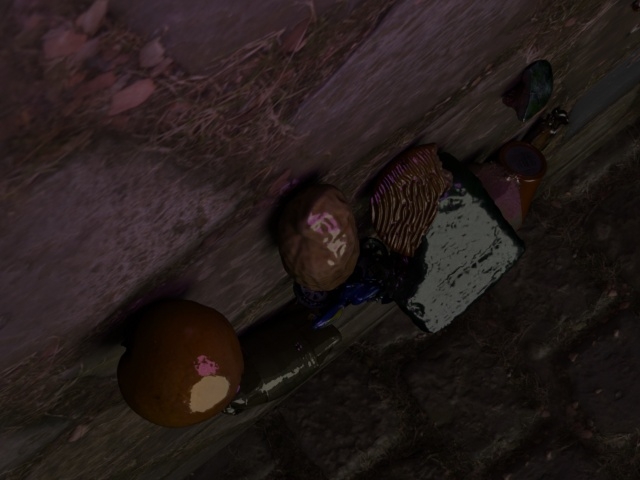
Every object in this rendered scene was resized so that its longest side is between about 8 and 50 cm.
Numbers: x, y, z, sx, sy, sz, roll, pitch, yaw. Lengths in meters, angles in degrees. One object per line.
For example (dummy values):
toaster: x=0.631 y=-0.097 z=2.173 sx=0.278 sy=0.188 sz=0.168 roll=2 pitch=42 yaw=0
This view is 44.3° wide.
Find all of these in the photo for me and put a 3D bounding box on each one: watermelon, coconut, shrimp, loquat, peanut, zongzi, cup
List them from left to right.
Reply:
loquat: x=-0.228 y=0.196 z=1.277 sx=0.208 sy=0.208 sz=0.208 roll=-35 pitch=167 yaw=-10
zongzi: x=-0.194 y=0.358 z=1.996 sx=0.447 sy=0.181 sz=0.418 roll=-27 pitch=164 yaw=-32
peanut: x=0.000 y=0.000 z=1.353 sx=0.153 sy=0.140 sz=0.325 roll=-45 pitch=166 yaw=-16
coconut: x=0.367 y=-0.071 z=1.934 sx=0.245 sy=0.233 sz=0.233 roll=-38 pitch=169 yaw=-32
cup: x=0.498 y=-0.126 z=2.132 sx=0.264 sy=0.182 sz=0.226 roll=106 pitch=7 yaw=-57
watermelon: x=0.436 y=-0.324 z=1.605 sx=0.155 sy=0.080 sz=0.101 roll=-28 pitch=129 yaw=-27
shrimp: x=0.624 y=-0.301 z=2.144 sx=0.145 sy=0.059 sz=0.254 roll=-37 pitch=168 yaw=-17

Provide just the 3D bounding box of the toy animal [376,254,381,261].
toy animal: x=0.078 y=0.124 z=2.150 sx=0.241 sy=0.057 sz=0.099 roll=-41 pitch=167 yaw=12

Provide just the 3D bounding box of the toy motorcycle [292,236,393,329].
toy motorcycle: x=0.073 y=0.102 z=1.815 sx=0.315 sy=0.169 sz=0.113 roll=-28 pitch=165 yaw=-39

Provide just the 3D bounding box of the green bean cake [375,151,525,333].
green bean cake: x=0.246 y=0.004 z=1.700 sx=0.300 sy=0.169 sz=0.308 roll=-41 pitch=126 yaw=4

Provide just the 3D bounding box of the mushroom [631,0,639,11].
mushroom: x=0.634 y=-0.505 z=1.562 sx=0.025 sy=0.028 sz=0.286 roll=3 pitch=180 yaw=20

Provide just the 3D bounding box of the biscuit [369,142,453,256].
biscuit: x=0.180 y=-0.070 z=1.524 sx=0.176 sy=0.229 sz=0.031 roll=-16 pitch=-151 yaw=2
